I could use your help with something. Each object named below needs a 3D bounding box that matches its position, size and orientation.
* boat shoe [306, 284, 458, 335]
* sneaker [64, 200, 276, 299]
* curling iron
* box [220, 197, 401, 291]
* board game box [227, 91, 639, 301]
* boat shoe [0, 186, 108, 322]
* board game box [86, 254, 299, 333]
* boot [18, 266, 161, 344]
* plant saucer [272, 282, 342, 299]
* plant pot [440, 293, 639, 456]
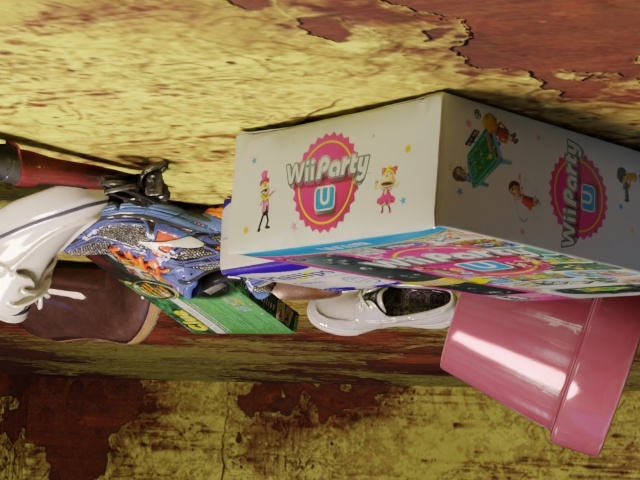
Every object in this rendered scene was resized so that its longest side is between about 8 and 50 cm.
[{"bbox_3d":[0.073,0.077,2.027,0.184,0.066,0.063,5,158,11],"label":"boat shoe"},{"bbox_3d":[-0.137,0.010,1.592,0.221,0.087,0.083,3,170,7],"label":"sneaker"},{"bbox_3d":[-0.229,-0.062,1.335,0.274,0.035,0.068,10,165,-39],"label":"curling iron"},{"bbox_3d":[0.000,0.000,1.516,0.137,0.072,0.126,10,169,-33],"label":"box"},{"bbox_3d":[0.118,-0.021,1.258,0.303,0.097,0.224,12,168,-39],"label":"board game box"},{"bbox_3d":[-0.280,0.030,1.510,0.268,0.088,0.096,-28,174,25],"label":"boat shoe"},{"bbox_3d":[-0.141,0.042,1.798,0.136,0.030,0.260,-3,155,27],"label":"board game box"},{"bbox_3d":[-0.312,0.065,2.026,0.207,0.090,0.248,17,156,-25],"label":"boot"},{"bbox_3d":[-0.073,0.037,1.906,0.199,0.036,0.198,5,171,1],"label":"plant saucer"},{"bbox_3d":[0.225,0.097,1.722,0.180,0.201,0.201,18,173,9],"label":"plant pot"}]
